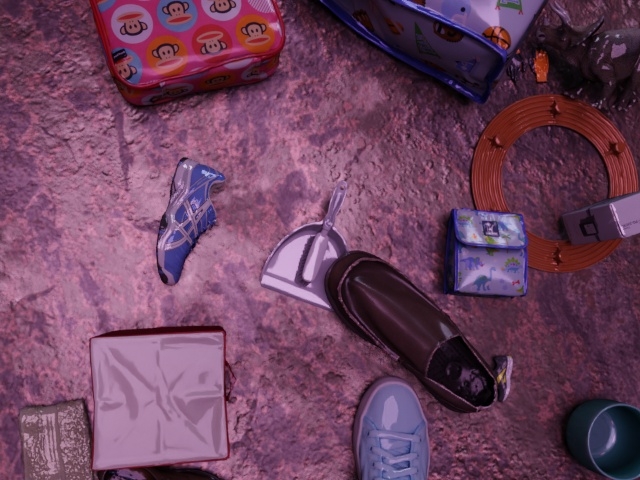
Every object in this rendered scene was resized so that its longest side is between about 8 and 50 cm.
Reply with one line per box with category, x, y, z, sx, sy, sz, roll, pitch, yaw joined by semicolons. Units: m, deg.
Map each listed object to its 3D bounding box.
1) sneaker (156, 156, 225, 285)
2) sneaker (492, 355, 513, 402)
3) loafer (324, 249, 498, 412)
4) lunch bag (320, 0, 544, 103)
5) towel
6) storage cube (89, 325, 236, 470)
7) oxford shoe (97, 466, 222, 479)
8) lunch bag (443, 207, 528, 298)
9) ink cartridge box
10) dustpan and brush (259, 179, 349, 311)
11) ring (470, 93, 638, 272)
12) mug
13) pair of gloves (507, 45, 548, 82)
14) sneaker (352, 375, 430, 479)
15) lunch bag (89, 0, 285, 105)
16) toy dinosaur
sneaker;-0.213;-0.028;1.082;0.081;0.080;0.211;13;84;-5
sneaker;0.316;0.242;1.179;0.035;0.031;0.083;9;79;4
loafer;0.166;0.148;1.097;0.366;0.130;0.133;40;79;-9
lunch bag;0.199;-0.478;1.111;0.386;0.239;0.327;32;82;8
towel;-0.409;0.326;1.040;0.110;0.027;0.148;-7;86;-12
storage cube;-0.231;0.223;0.998;0.215;0.193;0.183;-1;85;-9
oxford shoe;-0.235;0.393;1.031;0.227;0.096;0.082;17;80;-10
lunch bag;0.286;0.022;1.158;0.129;0.096;0.151;5;80;-3
ink cartridge box;0.507;-0.041;1.144;0.109;0.150;0.063;-19;88;-12
dustpan and brush;0.000;0.000;1.127;0.147;0.060;0.211;21;82;-8
ring;0.439;-0.109;1.232;0.337;0.032;0.336;1;85;-10
mug;0.509;0.348;1.166;0.158;0.097;0.129;31;80;-7
pair of gloves;0.389;-0.332;1.254;0.083;0.010;0.074;1;85;-9
sneaker;0.125;0.406;1.065;0.135;0.150;0.365;3;84;-11
lunch bag;-0.221;-0.376;1.102;0.293;0.120;0.258;-17;84;-13
toy dinosaur;0.545;-0.322;1.211;0.314;0.121;0.160;6;115;-12
